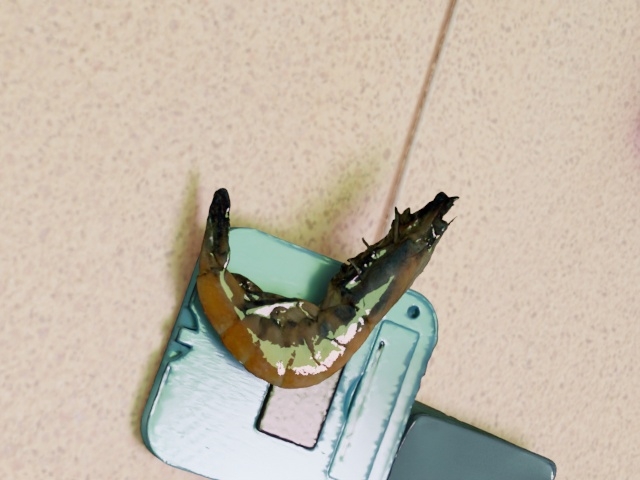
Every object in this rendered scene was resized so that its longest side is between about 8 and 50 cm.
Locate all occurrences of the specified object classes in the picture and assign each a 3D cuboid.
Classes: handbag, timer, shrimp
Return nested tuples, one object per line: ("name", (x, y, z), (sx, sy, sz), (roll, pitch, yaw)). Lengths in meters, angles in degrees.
("handbag", (0.134, 0.257, 1.841), (0.221, 0.057, 0.144), (25, 87, -37))
("timer", (-0.036, 0.123, 1.695), (0.250, 0.091, 0.232), (23, 85, -25))
("shrimp", (0.000, 0.000, 1.635), (0.262, 0.051, 0.198), (-44, 105, -14))
